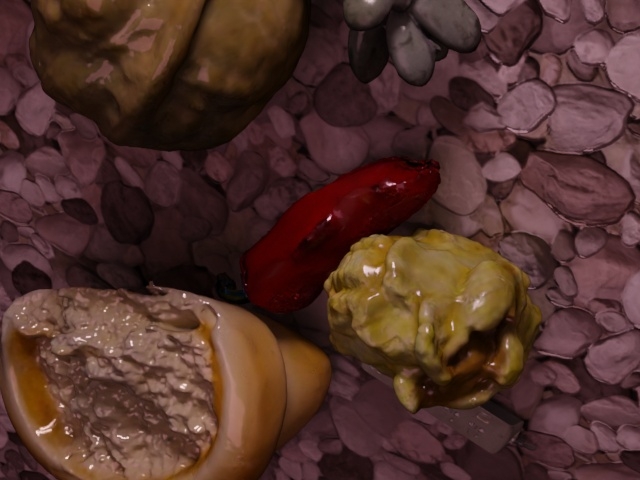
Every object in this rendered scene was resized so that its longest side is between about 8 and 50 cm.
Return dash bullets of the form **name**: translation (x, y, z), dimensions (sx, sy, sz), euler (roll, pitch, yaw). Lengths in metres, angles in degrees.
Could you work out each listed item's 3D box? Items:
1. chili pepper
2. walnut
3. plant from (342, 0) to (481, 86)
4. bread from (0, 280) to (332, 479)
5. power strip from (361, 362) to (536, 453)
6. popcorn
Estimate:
- **chili pepper**: translation (0.000, 0.000, 1.620), dimensions (0.110, 0.110, 0.387), euler (47, 130, -5)
- **walnut**: translation (-0.164, -0.235, 1.450), dimensions (0.282, 0.253, 0.277), euler (40, 132, 2)
- **plant**: translation (0.059, -0.284, 1.354), dimensions (0.146, 0.149, 0.274), euler (-8, 119, 36)
- **bread**: translation (-0.214, 0.165, 1.766), dimensions (0.424, 0.245, 0.329), euler (0, 117, 33)
- **power strip**: translation (0.155, 0.192, 1.703), dimensions (0.253, 0.027, 0.060), euler (33, 132, 8)
- **popcorn**: translation (0.122, 0.084, 1.522), dimensions (0.256, 0.255, 0.195), euler (27, 93, -23)
